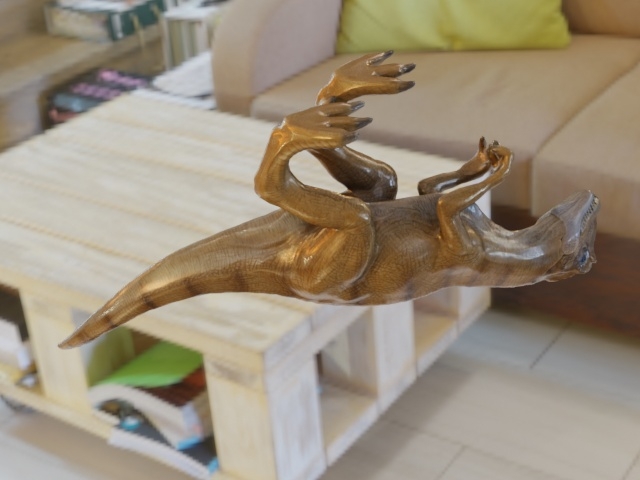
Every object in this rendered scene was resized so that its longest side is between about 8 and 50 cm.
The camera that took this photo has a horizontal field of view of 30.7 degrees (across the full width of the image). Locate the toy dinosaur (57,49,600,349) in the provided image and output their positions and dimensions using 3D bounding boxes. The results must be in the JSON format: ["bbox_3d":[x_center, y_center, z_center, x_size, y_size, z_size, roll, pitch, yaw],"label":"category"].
[{"bbox_3d":[0.000,0.000,0.406,0.212,0.112,0.064,-5,32,-1],"label":"toy dinosaur"}]
